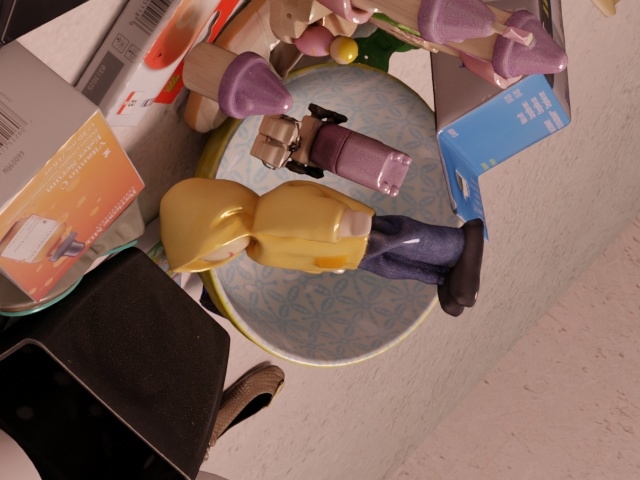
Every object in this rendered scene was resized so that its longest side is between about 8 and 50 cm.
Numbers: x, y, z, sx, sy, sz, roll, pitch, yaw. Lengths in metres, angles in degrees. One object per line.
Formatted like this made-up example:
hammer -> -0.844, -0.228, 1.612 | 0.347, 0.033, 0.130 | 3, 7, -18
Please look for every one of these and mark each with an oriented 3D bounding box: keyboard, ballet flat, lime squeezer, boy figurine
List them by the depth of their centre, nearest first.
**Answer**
keyboard -> -0.159, -0.210, 1.263 | 0.180, 0.023, 0.108 | -38, 166, -41
ballet flat -> -0.214, -0.003, 1.475 | 0.213, 0.072, 0.068 | -40, 128, -61
boy figurine -> 0.000, 0.000, 1.570 | 0.177, 0.285, 0.092 | 139, -42, -74
lime squeezer -> 0.063, -0.191, 1.856 | 0.310, 0.059, 0.110 | -45, 163, -23
ballet flat -> -0.114, 0.228, 2.292 | 0.250, 0.058, 0.084 | -27, 152, -55

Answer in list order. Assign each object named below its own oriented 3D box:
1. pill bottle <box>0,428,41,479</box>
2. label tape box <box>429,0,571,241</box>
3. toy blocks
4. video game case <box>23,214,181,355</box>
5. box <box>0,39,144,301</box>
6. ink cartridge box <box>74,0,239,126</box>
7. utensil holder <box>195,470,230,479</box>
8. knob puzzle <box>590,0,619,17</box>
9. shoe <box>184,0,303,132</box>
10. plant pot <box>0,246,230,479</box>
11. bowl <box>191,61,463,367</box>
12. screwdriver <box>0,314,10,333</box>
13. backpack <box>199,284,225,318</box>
pill bottle -> -0.371, 0.272, 1.455 | 0.301, 0.169, 0.169 | -33, 157, -39
label tape box -> 0.173, -0.188, 1.700 | 0.249, 0.115, 0.348 | 28, 55, -74
toy blocks -> 0.089, -0.165, 1.428 | 0.288, 0.260, 0.309 | 11, 103, -62
video game case -> -0.215, 0.083, 1.756 | 0.212, 0.023, 0.193 | -43, 163, -26
box -> -0.220, -0.048, 1.326 | 0.130, 0.091, 0.170 | -49, 164, -8
ink cartridge box -> -0.115, -0.159, 1.459 | 0.145, 0.045, 0.179 | -55, 161, 16
utensil holder -> -0.216, 0.416, 1.961 | 0.328, 0.327, 0.385 | -54, 166, 9
knob puzzle -> 0.241, -0.304, 1.718 | 0.030, 0.213, 0.213 | -17, 178, 23
shoe -> -0.042, -0.179, 1.580 | 0.219, 0.058, 0.076 | -53, 165, 6
plant pot -> -0.191, 0.117, 1.564 | 0.187, 0.188, 0.167 | -30, -158, 46
bowl -> -0.018, -0.031, 1.742 | 0.289, 0.289, 0.156 | -46, -154, -16
screwdriver -> -0.253, 0.017, 1.509 | 0.170, 0.024, 0.025 | -61, -170, 27
backpack -> -0.066, 0.022, 1.907 | 0.101, 0.098, 0.120 | -78, -168, -52
